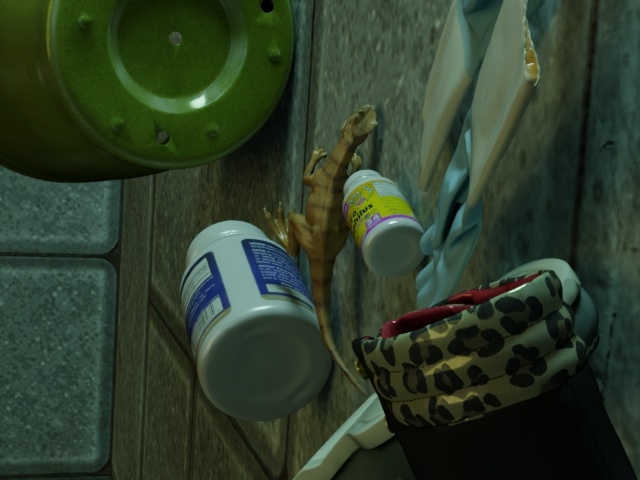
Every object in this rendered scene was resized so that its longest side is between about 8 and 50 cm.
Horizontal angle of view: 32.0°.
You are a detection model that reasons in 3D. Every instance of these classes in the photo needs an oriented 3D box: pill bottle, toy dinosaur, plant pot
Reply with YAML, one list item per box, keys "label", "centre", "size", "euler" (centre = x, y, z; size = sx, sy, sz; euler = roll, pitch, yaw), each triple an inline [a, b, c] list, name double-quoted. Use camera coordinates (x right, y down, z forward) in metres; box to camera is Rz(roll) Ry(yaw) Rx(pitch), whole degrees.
- label: "pill bottle"
  centre: [0.040, -0.014, 0.742]
  size: [0.083, 0.043, 0.043]
  euler: [-114, 30, -56]
- label: "toy dinosaur"
  centre: [0.000, 0.000, 0.843]
  size: [0.112, 0.064, 0.212]
  euler: [-143, 56, -69]
- label: "plant pot"
  centre: [-0.205, -0.212, 1.138]
  size: [0.353, 0.366, 0.367]
  euler: [24, 112, 60]
- label: "pill bottle"
  centre: [-0.063, 0.060, 0.967]
  size: [0.187, 0.111, 0.112]
  euler: [-117, 32, -59]

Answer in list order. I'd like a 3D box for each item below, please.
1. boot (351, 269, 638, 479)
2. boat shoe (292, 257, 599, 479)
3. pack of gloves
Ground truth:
- label: "boot"
  centre: [0.065, 0.113, 0.462]
  size: [0.179, 0.085, 0.236]
  euler: [64, 154, 2]
- label: "boat shoe"
  centre: [0.068, 0.115, 0.601]
  size: [0.099, 0.116, 0.319]
  euler: [44, 143, 5]
- label: "pack of gloves"
  centre: [0.091, -0.074, 0.562]
  size: [0.232, 0.046, 0.195]
  euler: [102, 174, -56]
